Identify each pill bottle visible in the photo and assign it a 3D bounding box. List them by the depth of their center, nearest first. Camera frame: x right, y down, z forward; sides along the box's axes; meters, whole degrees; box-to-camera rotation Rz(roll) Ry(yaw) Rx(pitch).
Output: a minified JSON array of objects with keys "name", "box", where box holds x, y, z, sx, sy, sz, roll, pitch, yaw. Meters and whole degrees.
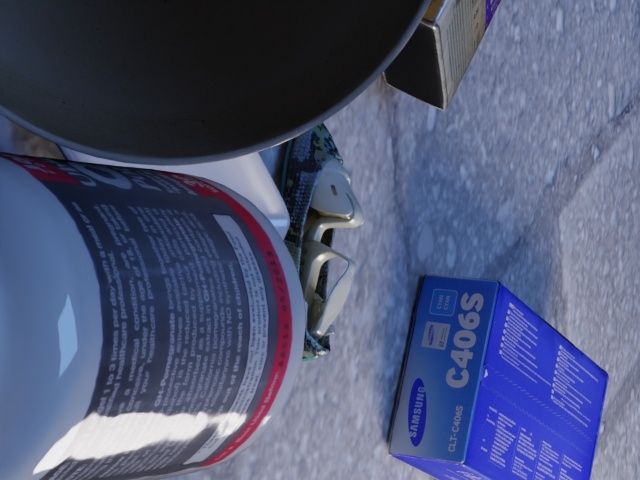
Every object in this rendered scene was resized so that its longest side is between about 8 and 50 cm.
[{"name":"pill bottle","box":[-0.153,0.044,0.909,0.318,0.176,0.176,3,92,-63]}]

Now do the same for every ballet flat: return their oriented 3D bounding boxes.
[{"name":"ballet flat","box":[0.000,0.000,1.321,0.070,0.070,0.188,25,72,-61]}]

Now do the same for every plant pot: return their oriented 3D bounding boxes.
[{"name":"plant pot","box":[-0.083,-0.201,0.950,0.191,0.284,0.284,-111,-165,-71]}]

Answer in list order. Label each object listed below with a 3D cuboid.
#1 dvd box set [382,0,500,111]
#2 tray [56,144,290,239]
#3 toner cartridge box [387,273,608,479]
[{"name":"dvd box set","box":[0.156,-0.318,1.332,0.420,0.062,0.307,-64,173,-2]},{"name":"tray","box":[-0.098,-0.041,1.161,0.145,0.030,0.270,-68,148,-31]},{"name":"toner cartridge box","box":[0.174,0.158,1.676,0.348,0.075,0.165,37,61,-59]}]
